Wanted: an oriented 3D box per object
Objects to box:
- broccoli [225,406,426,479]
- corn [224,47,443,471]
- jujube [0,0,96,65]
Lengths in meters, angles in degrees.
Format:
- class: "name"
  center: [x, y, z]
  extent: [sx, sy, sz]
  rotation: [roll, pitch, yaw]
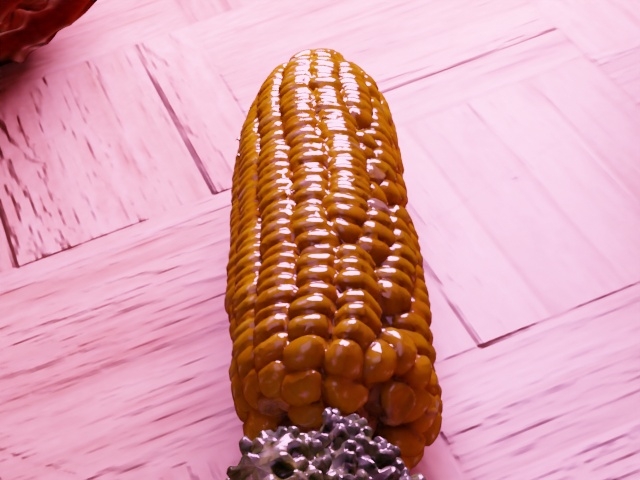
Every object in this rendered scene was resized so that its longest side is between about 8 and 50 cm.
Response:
- class: "broccoli"
  center: [-0.045, 0.137, 0.626]
  extent: [0.204, 0.122, 0.118]
  rotation: [-8, 20, 31]
- class: "corn"
  center: [-0.001, -0.003, 0.771]
  extent: [0.102, 0.102, 0.313]
  rotation: [-12, 37, 3]
- class: "jujube"
  center: [-0.321, -0.206, 0.988]
  extent: [0.376, 0.276, 0.276]
  rotation: [-15, 37, -3]
